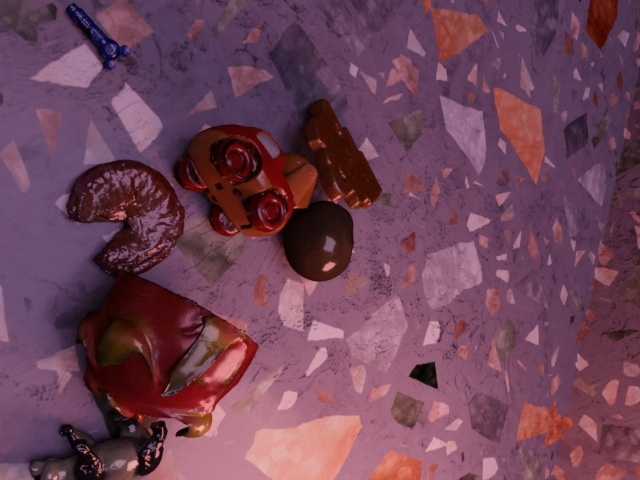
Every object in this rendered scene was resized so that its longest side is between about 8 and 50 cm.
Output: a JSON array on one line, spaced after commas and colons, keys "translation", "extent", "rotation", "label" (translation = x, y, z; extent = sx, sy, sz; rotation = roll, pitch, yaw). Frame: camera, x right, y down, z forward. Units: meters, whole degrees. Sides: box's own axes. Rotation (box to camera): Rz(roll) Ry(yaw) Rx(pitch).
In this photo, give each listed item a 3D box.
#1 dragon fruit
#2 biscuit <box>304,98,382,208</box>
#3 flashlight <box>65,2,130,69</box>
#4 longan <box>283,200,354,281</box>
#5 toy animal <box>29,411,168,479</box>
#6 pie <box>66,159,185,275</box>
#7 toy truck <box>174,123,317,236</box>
[{"translation": [-0.277, 0.209, 0.943], "extent": [0.305, 0.306, 0.225], "rotation": [41, 72, -30], "label": "dragon fruit"}, {"translation": [0.057, -0.174, 1.270], "extent": [0.306, 0.043, 0.283], "rotation": [36, 39, -47], "label": "biscuit"}, {"translation": [-0.405, -0.371, 0.980], "extent": [0.057, 0.035, 0.121], "rotation": [-42, 113, 0], "label": "flashlight"}, {"translation": [0.000, 0.000, 1.216], "extent": [0.167, 0.168, 0.187], "rotation": [46, 62, -29], "label": "longan"}, {"translation": [-0.399, 0.391, 0.982], "extent": [0.225, 0.094, 0.121], "rotation": [-2, 102, -38], "label": "toy animal"}, {"translation": [-0.357, -0.045, 1.014], "extent": [0.204, 0.054, 0.218], "rotation": [-47, 118, -25], "label": "pie"}, {"translation": [-0.131, -0.138, 1.106], "extent": [0.239, 0.189, 0.264], "rotation": [-51, 120, -35], "label": "toy truck"}]
